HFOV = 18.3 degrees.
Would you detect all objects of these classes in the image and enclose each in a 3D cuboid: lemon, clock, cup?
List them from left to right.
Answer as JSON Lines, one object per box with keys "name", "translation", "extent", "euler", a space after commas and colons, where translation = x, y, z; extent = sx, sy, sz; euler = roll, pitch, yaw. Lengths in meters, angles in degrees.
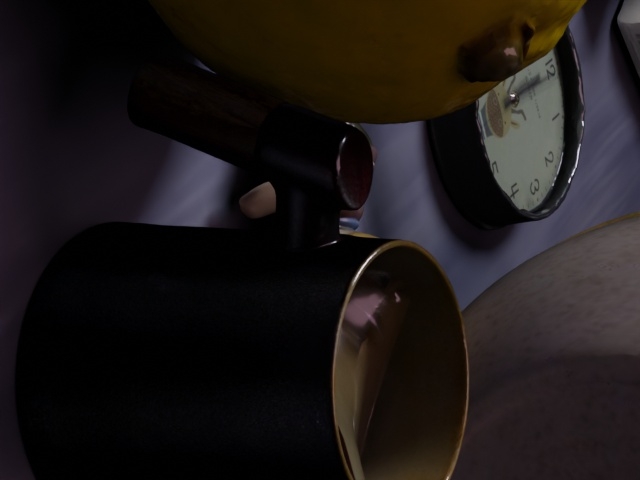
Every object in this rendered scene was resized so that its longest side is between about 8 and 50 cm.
{"name": "cup", "translation": [-0.046, 0.043, 0.991], "extent": [0.166, 0.177, 0.239], "euler": [-57, 135, -41]}
{"name": "lemon", "translation": [0.021, -0.208, 1.008], "extent": [0.297, 0.297, 0.297], "euler": [3, 86, -58]}
{"name": "clock", "translation": [0.136, -0.101, 1.423], "extent": [0.184, 0.040, 0.184], "euler": [3, 87, -58]}

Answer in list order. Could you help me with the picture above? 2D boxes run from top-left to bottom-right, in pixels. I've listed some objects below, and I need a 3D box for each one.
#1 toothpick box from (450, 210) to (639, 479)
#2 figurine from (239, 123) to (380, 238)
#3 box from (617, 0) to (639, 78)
{"name": "toothpick box", "translation": [0.251, 0.168, 1.258], "extent": [0.425, 0.409, 0.409], "euler": [-14, 101, -64]}
{"name": "figurine", "translation": [0.000, 0.000, 1.160], "extent": [0.114, 0.108, 0.196], "euler": [54, 24, -78]}
{"name": "box", "translation": [0.344, -0.149, 1.736], "extent": [0.259, 0.071, 0.168], "euler": [58, 42, -38]}
